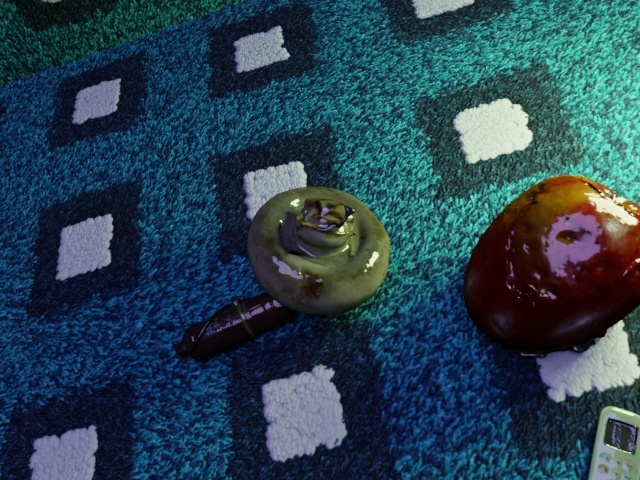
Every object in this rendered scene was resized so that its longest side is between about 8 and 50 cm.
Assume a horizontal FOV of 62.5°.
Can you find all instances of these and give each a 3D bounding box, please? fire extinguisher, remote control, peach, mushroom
[{"bbox_3d":[-0.247,0.224,1.394,0.341,0.105,0.141,-24,18,4],"label":"fire extinguisher"},{"bbox_3d":[0.564,0.480,1.023,0.090,0.038,0.310,15,67,24],"label":"remote control"},{"bbox_3d":[0.500,0.058,1.158,0.417,0.352,0.339,-57,42,32],"label":"peach"},{"bbox_3d":[0.000,0.000,1.299,0.361,0.295,0.363,5,52,-6],"label":"mushroom"}]
